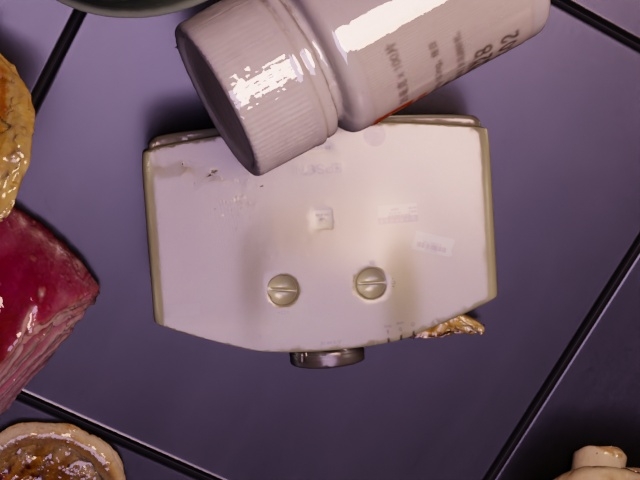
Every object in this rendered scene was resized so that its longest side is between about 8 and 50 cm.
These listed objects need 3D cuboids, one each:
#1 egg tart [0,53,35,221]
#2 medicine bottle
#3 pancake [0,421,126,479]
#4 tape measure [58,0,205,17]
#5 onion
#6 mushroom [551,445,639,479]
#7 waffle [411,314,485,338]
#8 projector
[{"bbox_3d":[-0.324,-0.054,1.218,0.232,0.098,0.252,33,72,19],"label":"egg tart"},{"bbox_3d":[0.030,-0.159,1.190,0.252,0.144,0.144,-28,111,-13],"label":"medicine bottle"},{"bbox_3d":[-0.231,0.216,1.389,0.140,0.022,0.139,-2,109,-6],"label":"pancake"},{"bbox_3d":[-0.136,-0.296,1.155,0.259,0.138,0.262,36,103,-15],"label":"tape measure"},{"bbox_3d":[-0.334,0.069,1.283,0.247,0.111,0.250,37,104,-18],"label":"onion"},{"bbox_3d":[0.243,0.239,1.399,0.154,0.122,0.154,-6,149,-4],"label":"mushroom"},{"bbox_3d":[0.051,0.074,1.365,0.153,0.023,0.097,27,106,-13],"label":"waffle"},{"bbox_3d":[0.000,0.000,1.282,0.270,0.088,0.193,-4,95,-4],"label":"projector"}]
